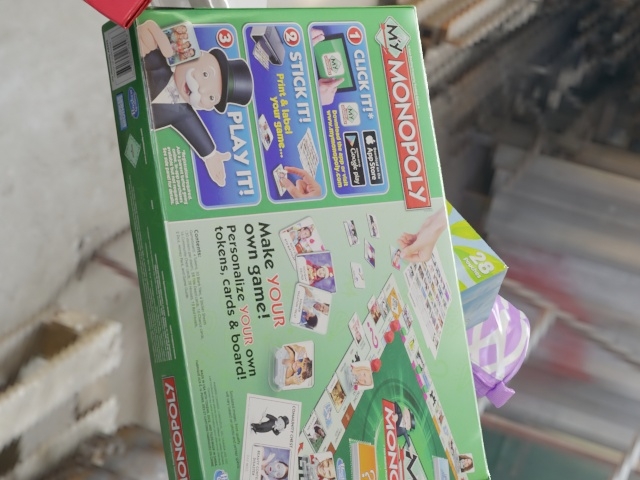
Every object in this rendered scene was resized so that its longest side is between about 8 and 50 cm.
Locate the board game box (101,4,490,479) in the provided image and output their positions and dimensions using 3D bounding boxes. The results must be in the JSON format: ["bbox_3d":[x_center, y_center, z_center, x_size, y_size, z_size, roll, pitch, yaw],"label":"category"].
[{"bbox_3d":[-0.011,0.012,1.038,0.214,0.046,0.317,-5,84,-35],"label":"board game box"}]

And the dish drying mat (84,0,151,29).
[{"bbox_3d":[-0.118,-0.140,0.850,0.032,0.083,0.008,-52,152,0],"label":"dish drying mat"}]

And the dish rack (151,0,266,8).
[{"bbox_3d":[-0.105,-0.278,1.479,0.333,0.072,0.285,-93,162,-59],"label":"dish rack"}]

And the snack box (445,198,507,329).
[{"bbox_3d":[0.000,0.000,1.184,0.175,0.207,0.070,-24,150,-28],"label":"snack box"}]

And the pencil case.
[{"bbox_3d":[0.067,0.048,1.302,0.086,0.206,0.088,-52,-160,29],"label":"pencil case"}]
